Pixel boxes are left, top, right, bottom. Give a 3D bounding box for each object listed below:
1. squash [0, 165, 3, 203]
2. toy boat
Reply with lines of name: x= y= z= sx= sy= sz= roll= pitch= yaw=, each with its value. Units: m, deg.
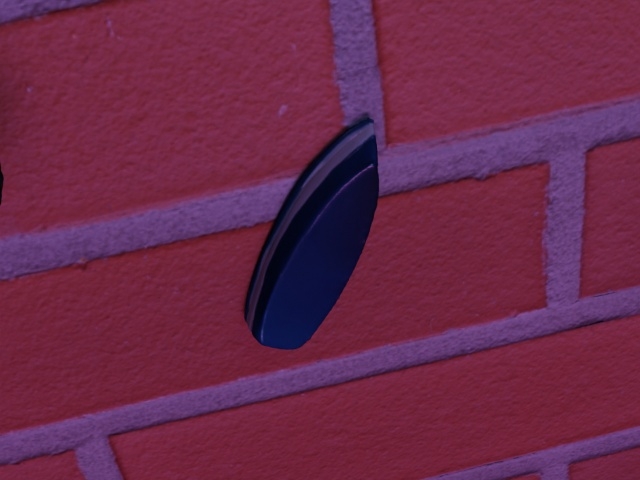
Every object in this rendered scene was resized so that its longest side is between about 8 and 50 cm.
squash: x=-0.388 y=-0.029 z=0.923 sx=0.252 sy=0.252 sz=0.165 roll=-39 pitch=136 yaw=18
toy boat: x=0.000 y=0.000 z=1.171 sx=0.096 sy=0.062 sz=0.299 roll=11 pitch=125 yaw=-22
